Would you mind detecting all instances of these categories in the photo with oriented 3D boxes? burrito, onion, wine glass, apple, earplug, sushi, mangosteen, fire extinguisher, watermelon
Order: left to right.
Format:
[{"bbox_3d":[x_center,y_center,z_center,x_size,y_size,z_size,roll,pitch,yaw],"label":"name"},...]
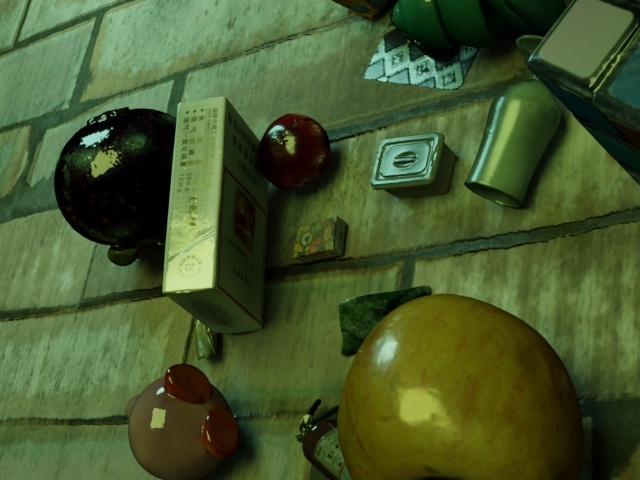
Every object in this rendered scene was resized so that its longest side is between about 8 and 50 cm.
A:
[{"bbox_3d":[-0.335,-0.097,1.977,0.288,0.288,0.288,-22,53,32],"label":"mangosteen"},{"bbox_3d":[-0.192,0.142,1.850,0.041,0.055,0.149,-7,56,5],"label":"burrito"},{"bbox_3d":[-0.043,-0.149,1.834,0.131,0.131,0.131,-22,53,32],"label":"onion"},{"bbox_3d":[0.042,0.296,1.540,0.099,0.071,0.231,-35,38,-18],"label":"fire extinguisher"},{"bbox_3d":[0.083,0.098,1.612,0.155,0.101,0.080,-13,46,26],"label":"watermelon"},{"bbox_3d":[0.180,-0.370,1.818,0.220,0.047,0.231,16,78,46],"label":"sushi"},{"bbox_3d":[0.169,0.212,1.321,0.299,0.299,0.275,-19,27,34],"label":"apple"},{"bbox_3d":[0.235,-0.346,1.645,0.280,0.164,0.257,-10,36,26],"label":"earplug"},{"bbox_3d":[0.286,-0.167,1.565,0.103,0.103,0.231,16,82,46],"label":"wine glass"}]

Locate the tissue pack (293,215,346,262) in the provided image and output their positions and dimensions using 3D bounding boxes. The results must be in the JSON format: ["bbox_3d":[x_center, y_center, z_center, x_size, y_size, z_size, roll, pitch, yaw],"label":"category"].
[{"bbox_3d":[0.000,0.000,1.770,0.083,0.035,0.063,-10,59,36],"label":"tissue pack"}]

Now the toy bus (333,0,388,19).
[{"bbox_3d":[0.085,-0.491,1.911,0.126,0.136,0.209,29,87,47],"label":"toy bus"}]

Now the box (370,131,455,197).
[{"bbox_3d":[0.145,-0.111,1.686,0.122,0.062,0.089,-3,64,40],"label":"box"}]

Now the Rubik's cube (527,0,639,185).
[{"bbox_3d":[0.504,-0.189,1.194,0.362,0.363,0.359,-55,39,7],"label":"Rubik's cube"}]

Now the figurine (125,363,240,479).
[{"bbox_3d":[-0.219,0.291,1.701,0.173,0.173,0.173,-22,53,32],"label":"figurine"}]

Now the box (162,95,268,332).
[{"bbox_3d":[-0.163,-0.036,1.780,0.095,0.210,0.330,-5,66,17],"label":"box"}]
